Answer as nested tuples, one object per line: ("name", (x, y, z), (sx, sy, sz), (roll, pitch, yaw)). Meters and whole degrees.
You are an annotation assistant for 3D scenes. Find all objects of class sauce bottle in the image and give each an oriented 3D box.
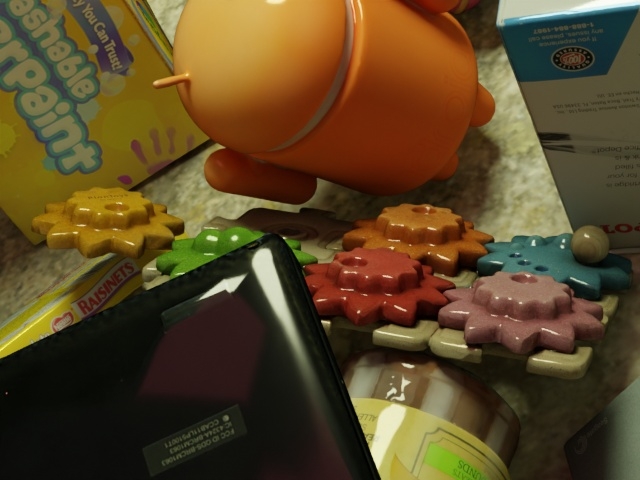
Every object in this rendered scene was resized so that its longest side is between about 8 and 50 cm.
("sauce bottle", (0.001, 0.221, 0.796), (0.111, 0.111, 0.344), (6, 59, 29))

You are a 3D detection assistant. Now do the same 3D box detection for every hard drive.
("hard drive", (0.170, 0.133, 0.809), (0.094, 0.022, 0.135), (-50, 35, 36))

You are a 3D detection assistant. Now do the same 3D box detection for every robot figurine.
("robot figurine", (0.005, -0.101, 0.971), (0.158, 0.219, 0.128), (-21, 64, 41))

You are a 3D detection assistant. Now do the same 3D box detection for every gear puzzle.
("gear puzzle", (0.000, 0.000, 0.915), (0.339, 0.044, 0.175), (9, 20, 18))

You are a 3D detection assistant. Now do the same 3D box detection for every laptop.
("laptop", (-0.093, 0.283, 0.664), (0.382, 0.236, 0.408), (-25, 56, 5))

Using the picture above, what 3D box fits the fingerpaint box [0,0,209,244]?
("fingerpaint box", (-0.281, -0.272, 1.087), (0.163, 0.445, 0.371), (-31, 48, 1))

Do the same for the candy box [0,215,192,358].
("candy box", (-0.175, 0.058, 0.988), (0.206, 0.027, 0.105), (-40, 9, -31))

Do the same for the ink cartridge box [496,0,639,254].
("ink cartridge box", (0.189, -0.084, 0.890), (0.140, 0.190, 0.082), (-5, 51, 21))

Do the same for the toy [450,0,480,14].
("toy", (0.083, -0.179, 1.086), (0.237, 0.137, 0.056), (-28, 88, 0))
